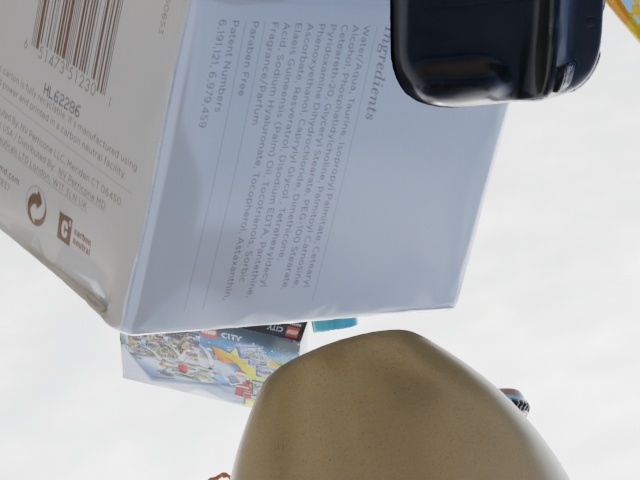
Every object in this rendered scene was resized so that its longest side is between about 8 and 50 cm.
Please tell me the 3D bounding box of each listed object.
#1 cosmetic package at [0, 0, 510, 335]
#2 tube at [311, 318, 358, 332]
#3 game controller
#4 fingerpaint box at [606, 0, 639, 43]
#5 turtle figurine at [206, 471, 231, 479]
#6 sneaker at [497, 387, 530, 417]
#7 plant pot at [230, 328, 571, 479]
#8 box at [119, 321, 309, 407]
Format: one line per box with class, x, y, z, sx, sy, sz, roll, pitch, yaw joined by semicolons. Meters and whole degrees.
cosmetic package;-0.073;-0.130;1.709;0.393;0.327;0.329;-2;-156;-38
tube;0.000;0.000;2.048;0.080;0.207;0.052;-12;177;25
game controller;0.134;-0.248;1.343;0.166;0.319;0.067;-2;-152;-2
fingerpaint box;0.432;-0.506;2.058;0.445;0.371;0.163;-44;174;40
turtle figurine;-0.125;0.344;1.571;0.269;0.217;0.087;-52;-149;-12
sneaker;0.112;0.182;2.050;0.261;0.104;0.125;-4;-134;-22
plant pot;0.045;0.180;1.400;0.284;0.191;0.284;-16;161;-6
box;-0.132;0.133;2.236;0.233;0.159;0.044;12;-131;7
